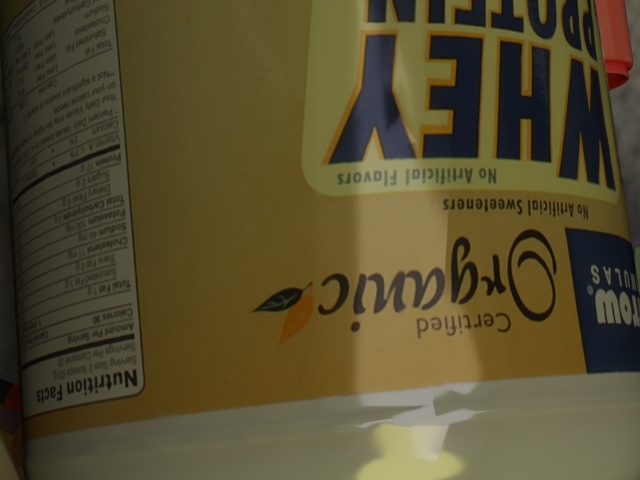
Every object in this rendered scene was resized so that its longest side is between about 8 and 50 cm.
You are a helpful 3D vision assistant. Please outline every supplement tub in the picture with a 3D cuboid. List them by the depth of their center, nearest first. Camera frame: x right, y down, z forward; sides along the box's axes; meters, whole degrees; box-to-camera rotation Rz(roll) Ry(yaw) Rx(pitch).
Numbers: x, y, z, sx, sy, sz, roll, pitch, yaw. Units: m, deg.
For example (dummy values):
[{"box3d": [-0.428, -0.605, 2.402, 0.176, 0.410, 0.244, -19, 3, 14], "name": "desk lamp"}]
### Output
[{"box3d": [0.000, 0.000, 0.454, 0.228, 0.228, 0.316, -1, 78, -29], "name": "supplement tub"}]

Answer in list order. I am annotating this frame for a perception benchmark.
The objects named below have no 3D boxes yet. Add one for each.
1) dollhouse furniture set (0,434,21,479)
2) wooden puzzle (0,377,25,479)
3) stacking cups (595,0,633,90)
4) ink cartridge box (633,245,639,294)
[{"box3d": [-0.240, -0.007, 0.398, 0.198, 0.151, 0.301, -23, 107, 3], "name": "dollhouse furniture set"}, {"box3d": [-0.132, 0.082, 0.490, 0.083, 0.006, 0.049, 28, 66, -21], "name": "wooden puzzle"}, {"box3d": [0.115, -0.234, 0.666, 0.096, 0.096, 0.316, -4, 85, -30], "name": "stacking cups"}, {"box3d": [0.171, 0.056, 0.578, 0.056, 0.171, 0.235, 3, 52, 11], "name": "ink cartridge box"}]
